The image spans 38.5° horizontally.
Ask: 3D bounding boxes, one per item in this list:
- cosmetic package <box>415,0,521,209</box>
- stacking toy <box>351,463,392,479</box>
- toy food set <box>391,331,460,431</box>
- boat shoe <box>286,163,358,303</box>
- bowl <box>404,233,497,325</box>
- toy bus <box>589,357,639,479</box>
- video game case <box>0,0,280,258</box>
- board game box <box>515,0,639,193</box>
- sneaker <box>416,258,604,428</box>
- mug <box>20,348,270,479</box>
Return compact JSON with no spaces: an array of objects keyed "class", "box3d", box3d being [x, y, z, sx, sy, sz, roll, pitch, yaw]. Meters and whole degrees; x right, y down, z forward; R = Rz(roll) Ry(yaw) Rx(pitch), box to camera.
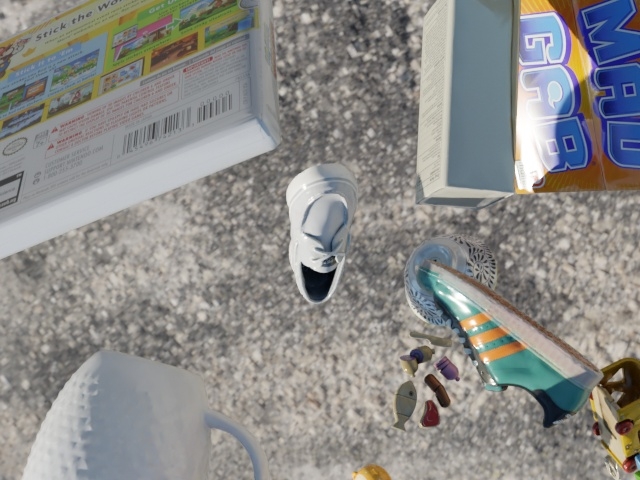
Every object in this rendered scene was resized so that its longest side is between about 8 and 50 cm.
[{"class":"cosmetic package","box3d":[0.221,-0.212,1.388,0.113,0.160,0.310,4,83,-9]},{"class":"stacking toy","box3d":[0.065,0.412,1.212,0.175,0.165,0.302,29,132,35]},{"class":"toy food set","box3d":[0.129,0.170,1.093,0.077,0.122,0.019,12,158,-9]},{"class":"boat shoe","box3d":[0.000,0.000,0.828,0.184,0.066,0.063,110,151,-58]},{"class":"bowl","box3d":[0.204,0.053,1.550,0.170,0.170,0.080,-4,156,32]},{"class":"toy bus","box3d":[0.495,0.282,1.452,0.104,0.202,0.191,-26,84,-4]},{"class":"video game case","box3d":[-0.132,-0.090,0.560,0.226,0.206,0.026,-21,135,15]},{"class":"board game box","box3d":[0.552,-0.311,1.627,0.356,0.356,0.356,0,111,44]},{"class":"sneaker","box3d":[0.242,0.145,1.305,0.302,0.108,0.121,38,101,22]},{"class":"mug","box3d":[-0.259,0.355,1.398,0.374,0.276,0.328,12,78,12]}]
